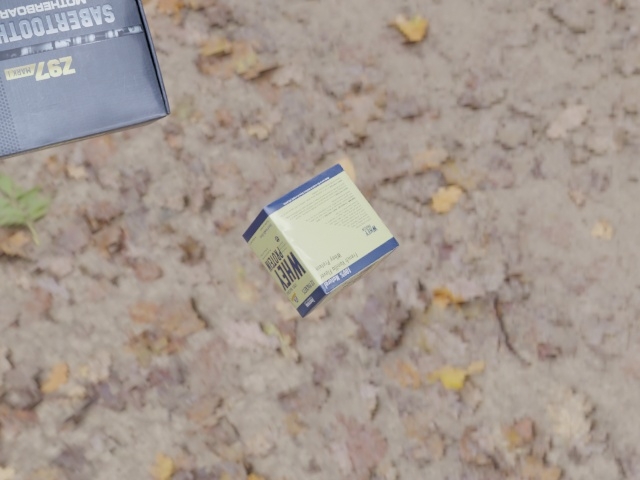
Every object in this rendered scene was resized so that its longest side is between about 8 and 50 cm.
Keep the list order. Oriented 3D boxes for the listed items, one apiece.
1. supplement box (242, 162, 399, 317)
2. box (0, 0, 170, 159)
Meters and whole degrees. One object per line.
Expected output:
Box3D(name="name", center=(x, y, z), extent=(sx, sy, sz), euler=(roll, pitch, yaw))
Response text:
Box3D(name="supplement box", center=(0.000, 0.000, 0.983), extent=(0.083, 0.056, 0.083), euler=(-33, 82, -31))
Box3D(name="box", center=(-0.258, -0.161, 1.013), extent=(0.233, 0.059, 0.183), euler=(-16, 94, -26))
